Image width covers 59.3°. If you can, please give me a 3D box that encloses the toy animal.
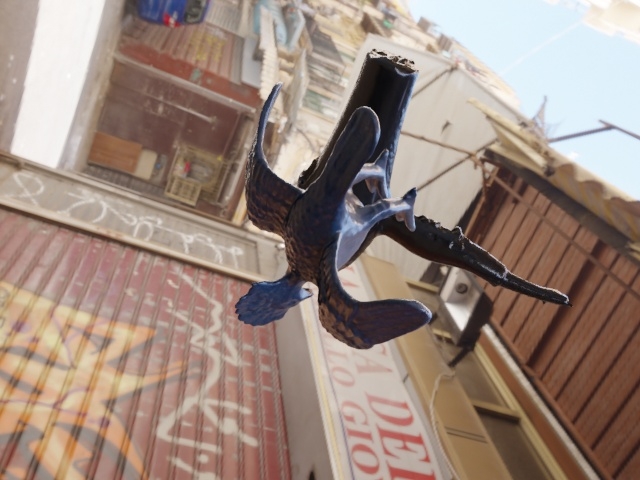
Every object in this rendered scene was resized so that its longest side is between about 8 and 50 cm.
[{"bbox_3d":[0.000,0.000,0.468,0.239,0.176,0.255,52,-15,25],"label":"toy animal"}]

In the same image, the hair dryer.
[{"bbox_3d":[0.147,-0.029,0.656,0.120,0.359,0.304,-60,175,-49],"label":"hair dryer"}]
